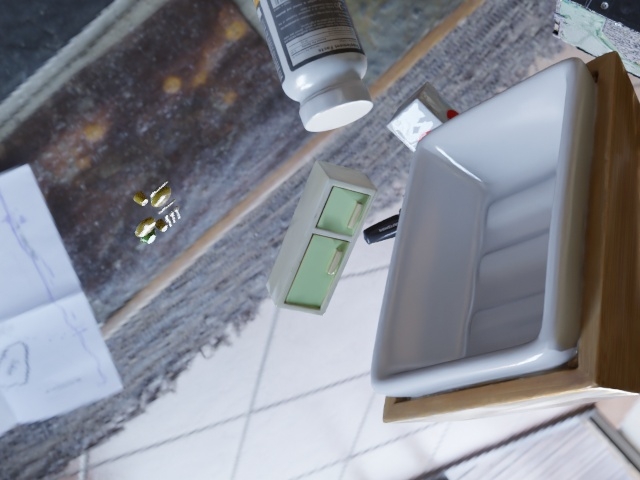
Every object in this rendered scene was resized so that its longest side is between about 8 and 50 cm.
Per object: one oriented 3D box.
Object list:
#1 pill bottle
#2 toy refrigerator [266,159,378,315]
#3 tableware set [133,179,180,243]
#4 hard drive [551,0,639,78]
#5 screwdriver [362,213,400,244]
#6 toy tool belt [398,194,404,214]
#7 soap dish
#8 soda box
[{"bbox_3d":[-0.010,-0.351,1.589,0.162,0.278,0.162,-18,171,-3],"label":"pill bottle"},{"bbox_3d":[0.000,0.000,1.597,0.102,0.094,0.269,14,112,-24],"label":"toy refrigerator"},{"bbox_3d":[-0.324,-0.054,1.685,0.104,0.024,0.154,-44,160,-17],"label":"tableware set"},{"bbox_3d":[0.516,-0.288,1.311,0.064,0.339,0.237,-62,167,4],"label":"hard drive"},{"bbox_3d":[0.127,-0.031,0.953,0.170,0.025,0.024,-19,139,1],"label":"screwdriver"},{"bbox_3d":[0.148,-0.032,1.213,0.052,0.083,0.051,-23,125,-59],"label":"toy tool belt"},{"bbox_3d":[0.165,0.012,0.737,0.118,0.290,0.229,27,150,-26],"label":"soap dish"},{"bbox_3d":[0.209,-0.138,1.339,0.074,0.216,0.069,-40,-168,39],"label":"soda box"}]
